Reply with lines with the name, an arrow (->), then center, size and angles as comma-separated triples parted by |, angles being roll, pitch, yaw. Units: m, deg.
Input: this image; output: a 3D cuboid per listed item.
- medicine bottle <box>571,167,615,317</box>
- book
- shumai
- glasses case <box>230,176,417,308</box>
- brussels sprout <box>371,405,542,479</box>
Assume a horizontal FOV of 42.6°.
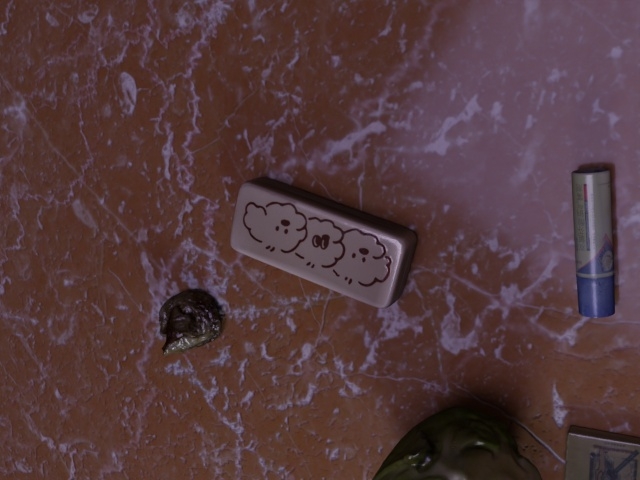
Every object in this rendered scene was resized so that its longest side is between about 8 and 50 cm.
medicine bottle -> 0.429, 0.004, 1.289 | 0.059, 0.059, 0.230 | -1, 102, 27
book -> 0.492, 0.436, 1.390 | 0.161, 0.026, 0.230 | 5, 106, 25
shumai -> -0.270, 0.166, 1.666 | 0.139, 0.105, 0.123 | -12, 95, 3
glasses case -> 0.000, 0.000, 1.491 | 0.337, 0.076, 0.143 | 20, 112, 21
brussels sprout -> 0.216, 0.425, 1.380 | 0.247, 0.328, 0.328 | 44, 118, 0
